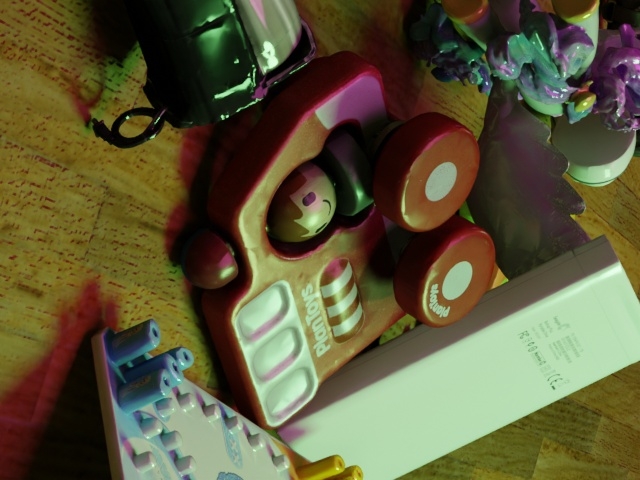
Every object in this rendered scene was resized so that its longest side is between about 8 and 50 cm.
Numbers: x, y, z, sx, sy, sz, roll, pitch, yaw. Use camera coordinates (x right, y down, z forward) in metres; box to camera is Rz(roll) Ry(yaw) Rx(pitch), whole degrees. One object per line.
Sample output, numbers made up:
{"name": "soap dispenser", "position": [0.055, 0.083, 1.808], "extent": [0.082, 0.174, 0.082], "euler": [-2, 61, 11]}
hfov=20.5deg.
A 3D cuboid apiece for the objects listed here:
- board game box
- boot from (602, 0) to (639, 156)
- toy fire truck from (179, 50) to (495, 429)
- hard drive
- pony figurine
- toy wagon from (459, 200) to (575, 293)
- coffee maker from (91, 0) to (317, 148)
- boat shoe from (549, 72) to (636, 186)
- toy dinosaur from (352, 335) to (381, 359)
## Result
{"name": "board game box", "position": [-0.030, 0.293, 1.406], "extent": [0.390, 0.050, 0.390], "euler": [42, 28, -52]}
{"name": "boot", "position": [0.385, -0.229, 2.146], "extent": [0.263, 0.091, 0.229], "euler": [-122, -142, -65]}
{"name": "toy fire truck", "position": [0.000, 0.000, 1.529], "extent": [0.254, 0.169, 0.302], "euler": [-40, 140, -22]}
{"name": "hard drive", "position": [0.146, 0.131, 1.724], "extent": [0.047, 0.353, 0.233], "euler": [67, 8, 30]}
{"name": "pony figurine", "position": [0.222, -0.167, 1.705], "extent": [0.303, 0.351, 0.363], "euler": [-35, 153, 3]}
{"name": "toy wagon", "position": [0.201, 0.063, 2.044], "extent": [0.344, 0.068, 0.267], "euler": [-44, 140, -47]}
{"name": "coffee maker", "position": [-0.101, -0.174, 1.243], "extent": [0.171, 0.120, 0.178], "euler": [-50, 141, -24]}
{"name": "boat shoe", "position": [0.306, -0.111, 2.037], "extent": [0.267, 0.096, 0.088], "euler": [-101, 180, -65]}
{"name": "toy dinosaur", "position": [0.053, 0.053, 1.727], "extent": [0.268, 0.064, 0.118], "euler": [-55, 164, -21]}
